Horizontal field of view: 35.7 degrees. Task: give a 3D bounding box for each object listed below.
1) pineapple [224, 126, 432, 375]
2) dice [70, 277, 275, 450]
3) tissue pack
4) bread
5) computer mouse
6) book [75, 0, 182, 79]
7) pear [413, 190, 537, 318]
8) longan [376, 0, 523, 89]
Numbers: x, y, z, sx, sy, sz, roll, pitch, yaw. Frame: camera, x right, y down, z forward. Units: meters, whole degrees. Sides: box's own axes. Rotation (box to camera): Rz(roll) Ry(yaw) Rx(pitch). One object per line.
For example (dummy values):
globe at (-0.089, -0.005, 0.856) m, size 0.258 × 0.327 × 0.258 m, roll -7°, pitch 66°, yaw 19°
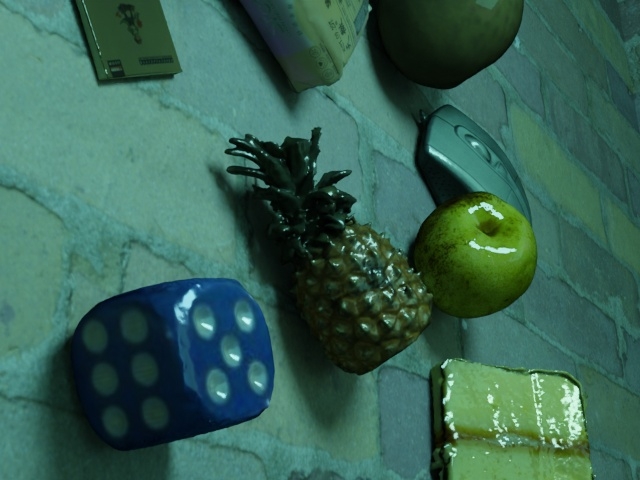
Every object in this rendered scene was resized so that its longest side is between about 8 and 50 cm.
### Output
pineapple at (0.000, 0.000, 1.239) m, size 0.340 × 0.169 × 0.169 m, roll 54°, pitch 35°, yaw -11°
dice at (-0.138, 0.115, 0.941) m, size 0.146 × 0.146 × 0.143 m, roll -3°, pitch 77°, yaw -59°
tissue pack at (-0.032, -0.364, 1.362) m, size 0.256 × 0.123 × 0.215 m, roll 55°, pitch 38°, yaw -28°
bread at (0.285, 0.314, 1.508) m, size 0.236 × 0.198 × 0.263 m, roll 26°, pitch 53°, yaw -42°
computer mouse at (0.286, -0.085, 1.758) m, size 0.371 × 0.122 × 0.188 m, roll 57°, pitch 34°, yaw -20°
book at (-0.227, -0.277, 1.106) m, size 0.138 × 0.016 × 0.198 m, roll -23°, pitch 96°, yaw -59°
pear at (0.240, 0.030, 1.566) m, size 0.197 × 0.197 × 0.197 m, roll 32°, pitch 50°, yaw -49°
longan at (0.213, -0.380, 1.650) m, size 0.258 × 0.258 × 0.258 m, roll 32°, pitch 50°, yaw -49°
